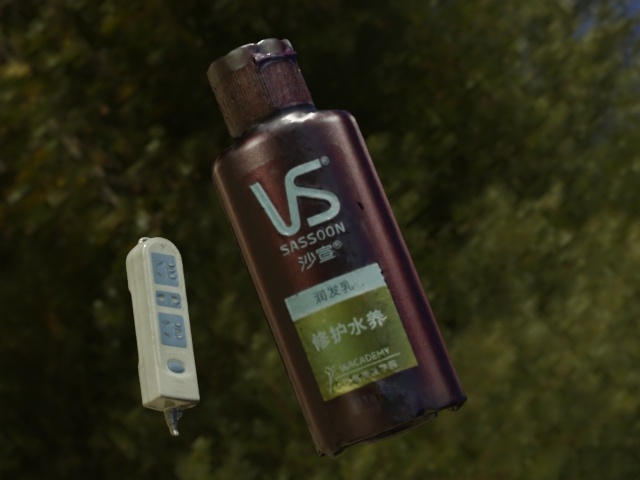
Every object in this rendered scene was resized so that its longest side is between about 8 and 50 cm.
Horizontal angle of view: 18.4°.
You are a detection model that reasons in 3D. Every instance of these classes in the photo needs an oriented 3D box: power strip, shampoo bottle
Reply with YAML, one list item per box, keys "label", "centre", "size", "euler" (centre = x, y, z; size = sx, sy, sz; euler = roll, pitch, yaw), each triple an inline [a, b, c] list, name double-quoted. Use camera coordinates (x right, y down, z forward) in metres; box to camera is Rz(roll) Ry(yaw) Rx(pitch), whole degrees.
- label: "power strip"
  centre: [-0.138, 0.081, 1.725]
  size: [0.030, 0.047, 0.191]
  euler: [-31, -121, 41]
- label: "shampoo bottle"
  centre: [0.000, 0.000, 1.548]
  size: [0.084, 0.129, 0.323]
  euler: [56, 14, -80]
